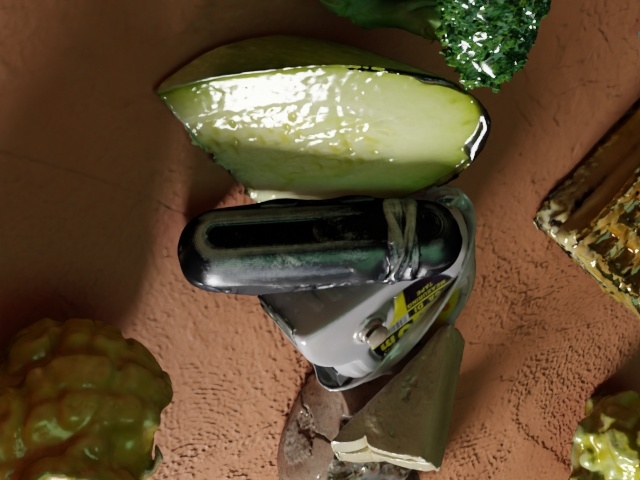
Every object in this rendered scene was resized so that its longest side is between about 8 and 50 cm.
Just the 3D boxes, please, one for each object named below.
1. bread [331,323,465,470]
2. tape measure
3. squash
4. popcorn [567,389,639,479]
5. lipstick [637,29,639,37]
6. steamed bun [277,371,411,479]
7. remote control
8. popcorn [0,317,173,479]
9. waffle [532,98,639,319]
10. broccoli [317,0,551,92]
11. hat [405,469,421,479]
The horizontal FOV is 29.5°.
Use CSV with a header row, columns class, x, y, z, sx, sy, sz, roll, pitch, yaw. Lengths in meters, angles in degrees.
class,x,y,z,sx,sy,sz,roll,pitch,yaw
bread,0.082,0.158,1.247,0.077,0.105,0.152,55,45,-63
tape measure,0.066,0.055,1.235,0.236,0.120,0.197,-36,144,-12
squash,0.017,-0.097,1.079,0.204,0.155,0.237,-45,136,0
popcorn,0.398,0.295,1.578,0.187,0.167,0.185,26,109,-37
lipstick,0.373,-0.262,1.273,0.037,0.037,0.116,8,112,-36
steamed bun,0.041,0.219,1.339,0.145,0.106,0.175,1,117,-33
remote control,0.000,0.000,1.116,0.266,0.090,0.066,-5,167,-1
popcorn,-0.234,0.187,1.069,0.190,0.250,0.250,20,112,-3
waffle,0.411,-0.073,1.387,0.308,0.091,0.213,-49,133,5
broccoli,0.105,-0.267,0.993,0.241,0.261,0.269,-24,142,38
hat,0.037,0.341,1.418,0.227,0.140,0.129,-12,116,-10
